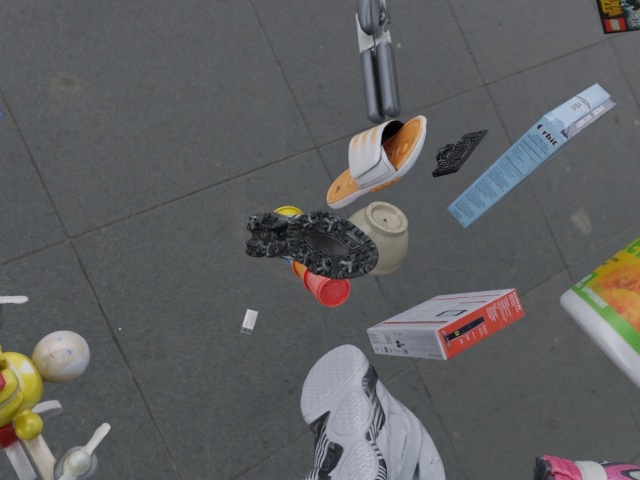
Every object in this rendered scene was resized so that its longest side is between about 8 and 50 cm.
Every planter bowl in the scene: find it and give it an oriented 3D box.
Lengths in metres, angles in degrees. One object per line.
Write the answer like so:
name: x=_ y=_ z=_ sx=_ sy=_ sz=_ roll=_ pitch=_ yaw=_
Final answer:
planter bowl: x=0.129 y=-0.017 z=1.130 sx=0.162 sy=0.109 sz=0.162 roll=12 pitch=45 yaw=-12

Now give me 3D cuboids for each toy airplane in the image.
toy airplane: x=-0.499 y=0.258 z=0.827 sx=0.273 sy=0.384 sz=0.385 roll=-36 pitch=118 yaw=-18

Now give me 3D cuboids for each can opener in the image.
can opener: x=0.107 y=-0.379 z=1.038 sx=0.093 sy=0.074 sz=0.280 roll=8 pitch=72 yaw=-52

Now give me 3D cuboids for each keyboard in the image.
keyboard: x=0.310 y=-0.210 z=1.174 sx=0.192 sy=0.100 sz=0.038 roll=-46 pitch=112 yaw=-37

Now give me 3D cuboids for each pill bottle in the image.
pill bottle: x=0.357 y=0.028 z=0.444 sx=0.246 sy=0.136 sz=0.136 roll=-43 pitch=99 yaw=13

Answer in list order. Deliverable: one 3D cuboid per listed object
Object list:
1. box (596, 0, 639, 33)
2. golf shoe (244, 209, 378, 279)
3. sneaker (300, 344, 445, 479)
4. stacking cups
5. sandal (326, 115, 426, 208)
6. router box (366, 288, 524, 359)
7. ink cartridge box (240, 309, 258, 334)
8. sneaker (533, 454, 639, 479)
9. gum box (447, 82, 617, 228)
box: x=0.294 y=-0.244 z=0.447 sx=0.137 sy=0.094 sz=0.027 roll=34 pitch=73 yaw=-46
golf shoe: x=0.000 y=0.000 z=0.618 sx=0.094 sy=0.198 sz=0.077 roll=6 pitch=97 yaw=-50
sneaker: x=0.071 y=0.321 z=0.650 sx=0.210 sy=0.137 sz=0.365 roll=46 pitch=25 yaw=-23
stacking cups: x=-0.024 y=0.033 z=0.997 sx=0.096 sy=0.316 sz=0.095 roll=-9 pitch=118 yaw=-17
sandal: x=0.070 y=-0.130 z=0.863 sx=0.076 sy=0.265 sz=0.101 roll=27 pitch=55 yaw=-25
router box: x=0.347 y=0.236 z=1.446 sx=0.301 sy=0.335 sz=0.082 roll=-20 pitch=90 yaw=-27
ink cartridge box: x=-0.183 y=0.208 z=1.300 sx=0.028 sy=0.083 sz=0.048 roll=17 pitch=64 yaw=-7
sneaker: x=0.264 y=0.333 z=0.455 sx=0.112 sy=0.121 sz=0.298 roll=-5 pitch=112 yaw=16
gum box: x=0.270 y=-0.107 z=0.656 sx=0.157 sy=0.184 sz=0.041 roll=-30 pitch=77 yaw=-36
